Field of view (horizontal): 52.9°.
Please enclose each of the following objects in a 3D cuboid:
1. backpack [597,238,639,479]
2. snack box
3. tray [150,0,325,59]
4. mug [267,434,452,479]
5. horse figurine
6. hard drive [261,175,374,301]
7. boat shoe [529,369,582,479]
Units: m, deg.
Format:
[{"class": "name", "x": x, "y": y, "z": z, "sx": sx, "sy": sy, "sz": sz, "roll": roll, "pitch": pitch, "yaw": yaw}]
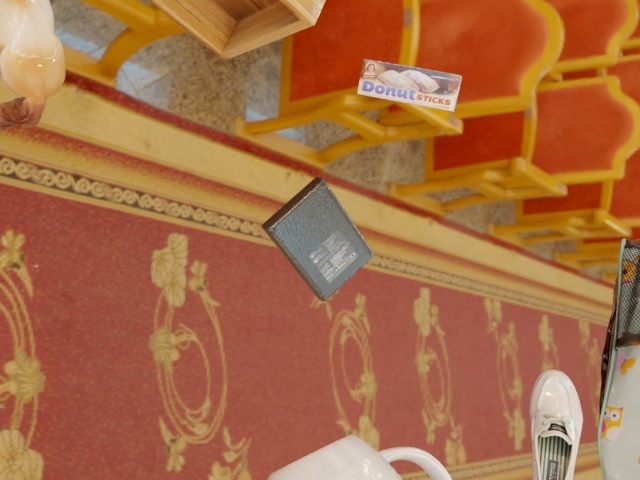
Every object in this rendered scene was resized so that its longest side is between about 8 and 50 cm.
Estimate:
[{"class": "backpack", "x": 0.262, "y": 0.106, "z": 0.416, "sx": 0.166, "sy": 0.145, "sz": 0.188, "roll": 41, "pitch": 66, "yaw": -35}, {"class": "snack box", "x": 0.159, "y": -0.280, "z": 1.159, "sx": 0.022, "sy": 0.178, "sz": 0.064, "roll": -37, "pitch": 138, "yaw": -71}, {"class": "tray", "x": -0.199, "y": -0.378, "z": 0.727, "sx": 0.411, "sy": 0.203, "sz": 0.076, "roll": 33, "pitch": 69, "yaw": -36}, {"class": "mug", "x": 0.092, "y": 0.504, "z": 1.107, "sx": 0.374, "sy": 0.276, "sz": 0.327, "roll": -16, "pitch": 70, "yaw": -32}, {"class": "horse figurine", "x": -0.285, "y": -0.209, "z": 0.584, "sx": 0.066, "sy": 0.174, "sz": 0.263, "roll": -20, "pitch": 130, "yaw": -31}, {"class": "hard drive", "x": 0.000, "y": 0.000, "z": 0.801, "sx": 0.094, "sy": 0.022, "sz": 0.135, "roll": -42, "pitch": 123, "yaw": -10}, {"class": "boat shoe", "x": 0.384, "y": 0.316, "z": 1.040, "sx": 0.075, "sy": 0.083, "sz": 0.226, "roll": 62, "pitch": 31, "yaw": -61}]
